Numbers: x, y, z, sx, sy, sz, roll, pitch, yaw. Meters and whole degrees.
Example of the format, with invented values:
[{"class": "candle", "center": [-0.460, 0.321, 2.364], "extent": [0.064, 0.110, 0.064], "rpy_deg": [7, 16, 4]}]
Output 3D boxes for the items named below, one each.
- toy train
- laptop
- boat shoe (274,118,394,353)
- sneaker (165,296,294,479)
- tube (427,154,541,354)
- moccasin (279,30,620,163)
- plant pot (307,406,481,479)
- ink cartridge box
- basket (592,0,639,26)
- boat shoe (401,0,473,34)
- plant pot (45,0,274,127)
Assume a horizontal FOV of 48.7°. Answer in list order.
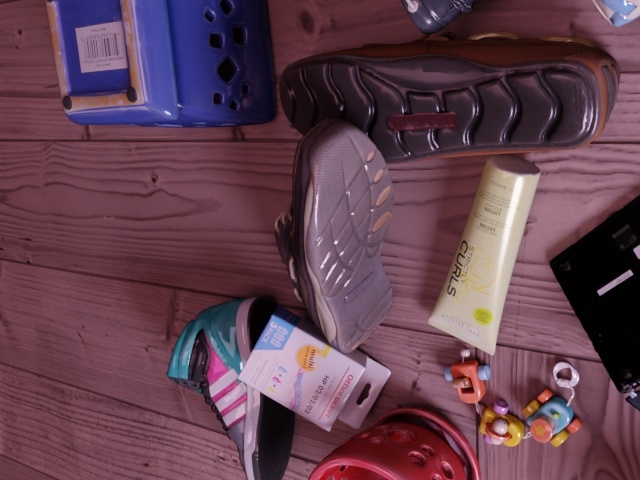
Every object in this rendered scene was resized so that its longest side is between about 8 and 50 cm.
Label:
[{"class": "toy train", "center": [0.229, 0.197, 0.860], "extent": [0.166, 0.046, 0.125], "rpy_deg": [-6, 100, 37]}, {"class": "laptop", "center": [0.412, 0.073, 0.716], "extent": [0.234, 0.136, 0.264], "rpy_deg": [-45, 51, 35]}, {"class": "boat shoe", "center": [0.000, 0.000, 0.849], "extent": [0.130, 0.132, 0.355], "rpy_deg": [34, 147, 31]}, {"class": "sneaker", "center": [-0.149, 0.233, 1.089], "extent": [0.178, 0.124, 0.296], "rpy_deg": [-2, 94, 31]}, {"class": "tube", "center": [0.194, 0.020, 0.830], "extent": [0.070, 0.062, 0.240], "rpy_deg": [-115, 31, -57]}, {"class": "moccasin", "center": [0.126, -0.171, 0.783], "extent": [0.380, 0.147, 0.139], "rpy_deg": [-2, 117, 32]}, {"class": "plant pot", "center": [0.103, 0.324, 0.906], "extent": [0.191, 0.174, 0.191], "rpy_deg": [10, 108, 33]}, {"class": "ink cartridge box", "center": [-0.006, 0.182, 0.964], "extent": [0.181, 0.061, 0.104], "rpy_deg": [29, 98, 4]}, {"class": "basket", "center": [0.288, -0.341, 0.547], "extent": [0.255, 0.201, 0.289], "rpy_deg": [55, 158, 9]}, {"class": "boat shoe", "center": [0.071, -0.358, 0.753], "extent": [0.091, 0.114, 0.302], "rpy_deg": [-38, 65, 33]}, {"class": "plant pot", "center": [-0.221, -0.263, 0.946], "extent": [0.236, 0.212, 0.236], "rpy_deg": [5, 105, 35]}]
